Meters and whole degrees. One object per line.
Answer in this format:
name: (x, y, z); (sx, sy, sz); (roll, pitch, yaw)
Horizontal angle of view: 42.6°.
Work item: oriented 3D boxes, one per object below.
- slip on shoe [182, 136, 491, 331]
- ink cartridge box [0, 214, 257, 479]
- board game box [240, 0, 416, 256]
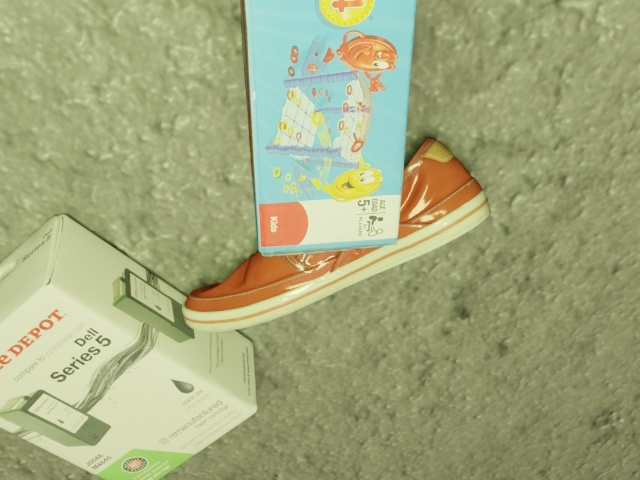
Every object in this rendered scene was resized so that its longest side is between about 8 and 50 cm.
slip on shoe: (0.000, 0.000, 0.817); (0.331, 0.123, 0.101); (-26, 96, 19)
ink cartridge box: (-0.232, 0.130, 0.869); (0.198, 0.115, 0.273); (-37, 124, 21)
board game box: (-0.011, -0.203, 0.514); (0.086, 0.302, 0.308); (-4, 129, -5)
